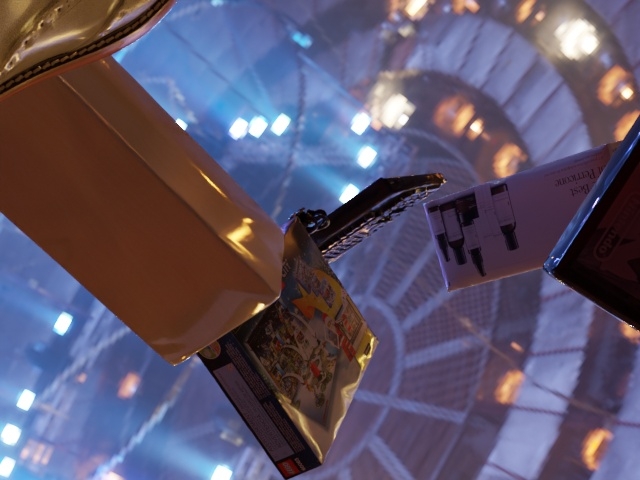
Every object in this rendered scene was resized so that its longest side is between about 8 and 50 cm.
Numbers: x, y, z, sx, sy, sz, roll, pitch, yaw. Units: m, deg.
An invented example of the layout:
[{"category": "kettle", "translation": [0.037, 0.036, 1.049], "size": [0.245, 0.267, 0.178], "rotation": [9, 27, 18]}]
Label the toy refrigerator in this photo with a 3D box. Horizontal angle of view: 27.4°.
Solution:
[{"category": "toy refrigerator", "translation": [-0.149, -0.047, 0.890], "size": [0.102, 0.269, 0.094], "rotation": [-34, -153, 21]}]

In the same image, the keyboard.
[{"category": "keyboard", "translation": [0.000, 0.000, 1.614], "size": [0.317, 0.201, 0.033], "rotation": [-36, -112, 46]}]

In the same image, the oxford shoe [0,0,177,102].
[{"category": "oxford shoe", "translation": [-0.157, -0.169, 0.708], "size": [0.397, 0.140, 0.146], "rotation": [-51, 180, -29]}]

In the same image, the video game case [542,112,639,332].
[{"category": "video game case", "translation": [0.281, -0.035, 0.609], "size": [0.275, 0.248, 0.035], "rotation": [-58, -176, 3]}]

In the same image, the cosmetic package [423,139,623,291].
[{"category": "cosmetic package", "translation": [0.211, -0.021, 1.274], "size": [0.239, 0.060, 0.099], "rotation": [-19, -92, 48]}]

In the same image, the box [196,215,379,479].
[{"category": "box", "translation": [-0.027, 0.094, 1.241], "size": [0.044, 0.159, 0.233], "rotation": [-28, -166, 25]}]
